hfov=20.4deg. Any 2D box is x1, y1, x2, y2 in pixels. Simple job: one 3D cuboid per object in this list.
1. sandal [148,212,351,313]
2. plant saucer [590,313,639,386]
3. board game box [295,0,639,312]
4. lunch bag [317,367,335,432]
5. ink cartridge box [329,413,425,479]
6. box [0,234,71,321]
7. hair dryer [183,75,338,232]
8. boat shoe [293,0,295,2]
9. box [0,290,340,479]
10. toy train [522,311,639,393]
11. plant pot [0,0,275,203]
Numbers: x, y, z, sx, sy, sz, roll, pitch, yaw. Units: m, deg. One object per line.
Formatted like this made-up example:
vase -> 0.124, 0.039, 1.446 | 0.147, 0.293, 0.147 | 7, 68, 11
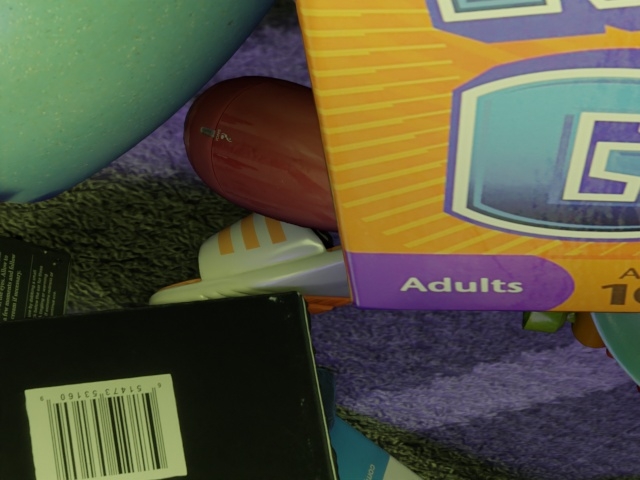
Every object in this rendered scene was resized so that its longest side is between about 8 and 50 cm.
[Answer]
sandal -> 0.004, 0.003, 1.288 | 0.265, 0.076, 0.102 | -15, 160, 12
plant saucer -> 0.325, -0.005, 1.136 | 0.318, 0.043, 0.317 | 2, 122, 2
board game box -> 0.176, -0.210, 0.545 | 0.356, 0.356, 0.356 | 0, 153, 7
lunch bag -> -0.038, 0.152, 1.581 | 0.098, 0.067, 0.065 | 8, 152, -7
ink cartridge box -> 0.036, 0.363, 1.762 | 0.395, 0.166, 0.285 | 38, 140, -21
box -> -0.319, 0.059, 1.387 | 0.207, 0.108, 0.153 | 14, 151, -22
hair dryer -> 0.029, -0.055, 1.065 | 0.224, 0.080, 0.293 | 6, -168, -6
boat shoe -> 0.002, -0.156, 0.970 | 0.219, 0.077, 0.070 | 3, 152, -4
box -> -0.166, 0.180, 1.311 | 0.296, 0.182, 0.294 | -5, 161, -15
toy train -> 0.218, 0.064, 1.360 | 0.143, 0.105, 0.248 | 13, 153, 3
plant pot -> -0.098, -0.186, 0.735 | 0.195, 0.290, 0.290 | -24, 145, 18
